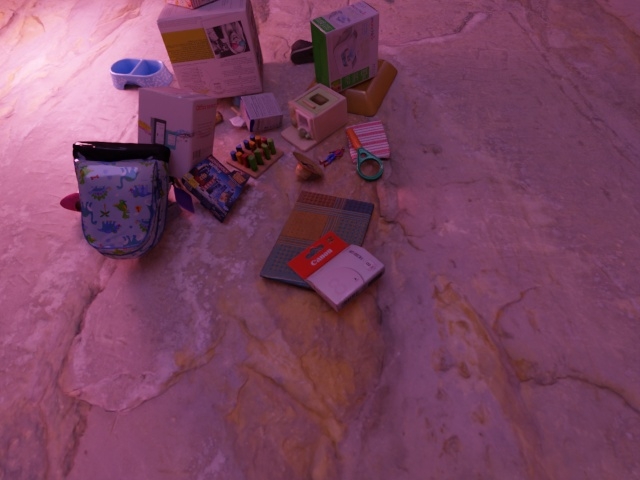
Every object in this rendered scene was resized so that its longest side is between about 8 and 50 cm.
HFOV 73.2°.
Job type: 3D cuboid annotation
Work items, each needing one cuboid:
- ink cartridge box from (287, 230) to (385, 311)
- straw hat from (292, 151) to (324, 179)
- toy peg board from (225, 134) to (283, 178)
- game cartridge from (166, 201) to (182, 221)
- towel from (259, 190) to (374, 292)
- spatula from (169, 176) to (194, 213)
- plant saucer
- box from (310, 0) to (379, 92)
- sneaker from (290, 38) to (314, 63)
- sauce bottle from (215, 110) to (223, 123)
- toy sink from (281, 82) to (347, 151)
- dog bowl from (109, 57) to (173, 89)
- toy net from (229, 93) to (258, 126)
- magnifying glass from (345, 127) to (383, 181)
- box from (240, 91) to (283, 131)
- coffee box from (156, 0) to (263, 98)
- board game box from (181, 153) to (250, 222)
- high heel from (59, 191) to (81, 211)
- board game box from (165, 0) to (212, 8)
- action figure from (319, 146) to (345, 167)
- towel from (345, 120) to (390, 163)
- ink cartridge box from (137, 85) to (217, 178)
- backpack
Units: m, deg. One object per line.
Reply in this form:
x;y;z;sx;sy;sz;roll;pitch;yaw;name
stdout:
0.040;0.072;1.261;0.189;0.066;0.232;-37;62;-21;ink cartridge box
-0.059;-0.252;1.544;0.144;0.145;0.061;49;114;31;straw hat
-0.253;-0.336;1.617;0.161;0.079;0.161;31;63;24;toy peg board
-0.521;-0.094;1.486;0.083;0.056;0.017;-33;50;-13;game cartridge
0.000;0.000;1.377;0.272;0.040;0.370;13;55;14;towel
-0.528;-0.203;1.566;0.030;0.084;0.296;-48;52;8;spatula
0.123;-0.685;1.827;0.333;0.081;0.332;16;58;18;plant saucer
0.096;-0.735;1.656;0.231;0.262;0.126;-27;57;-14;box
-0.032;-0.890;1.987;0.222;0.083;0.118;-7;54;2;sneaker
-0.460;-0.484;1.768;0.128;0.042;0.042;-40;60;-20;sauce bottle
-0.032;-0.479;1.663;0.234;0.131;0.153;-38;59;-19;toy sink
-0.837;-0.774;1.996;0.297;0.074;0.165;10;56;12;dog bowl
-0.312;-0.539;1.793;0.122;0.045;0.232;-3;56;2;toy net
0.152;-0.312;1.561;0.092;0.026;0.230;-24;70;-2;magnifying glass
-0.236;-0.511;1.716;0.137;0.072;0.126;-15;65;-21;box
-0.434;-0.817;1.797;0.338;0.334;0.337;-8;45;1;coffee box
-0.346;-0.195;1.498;0.194;0.060;0.194;43;55;-5;board game box
-0.799;-0.106;1.511;0.244;0.082;0.117;3;43;-7;high heel
-0.499;-0.958;1.676;0.194;0.045;0.147;29;56;32;board game box
0.049;-0.315;1.602;0.115;0.030;0.038;-38;54;-22;action figure
0.177;-0.374;1.632;0.144;0.029;0.197;-9;54;3;towel
-0.498;-0.381;1.508;0.197;0.270;0.198;14;23;6;ink cartridge box
-0.616;-0.118;1.349;0.290;0.355;0.273;1;18;-16;backpack
